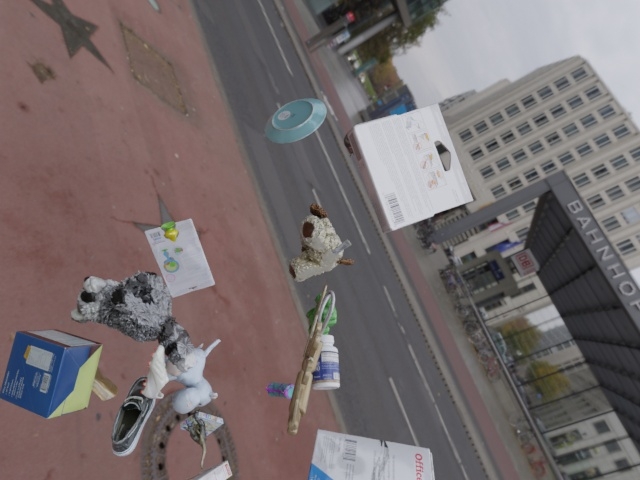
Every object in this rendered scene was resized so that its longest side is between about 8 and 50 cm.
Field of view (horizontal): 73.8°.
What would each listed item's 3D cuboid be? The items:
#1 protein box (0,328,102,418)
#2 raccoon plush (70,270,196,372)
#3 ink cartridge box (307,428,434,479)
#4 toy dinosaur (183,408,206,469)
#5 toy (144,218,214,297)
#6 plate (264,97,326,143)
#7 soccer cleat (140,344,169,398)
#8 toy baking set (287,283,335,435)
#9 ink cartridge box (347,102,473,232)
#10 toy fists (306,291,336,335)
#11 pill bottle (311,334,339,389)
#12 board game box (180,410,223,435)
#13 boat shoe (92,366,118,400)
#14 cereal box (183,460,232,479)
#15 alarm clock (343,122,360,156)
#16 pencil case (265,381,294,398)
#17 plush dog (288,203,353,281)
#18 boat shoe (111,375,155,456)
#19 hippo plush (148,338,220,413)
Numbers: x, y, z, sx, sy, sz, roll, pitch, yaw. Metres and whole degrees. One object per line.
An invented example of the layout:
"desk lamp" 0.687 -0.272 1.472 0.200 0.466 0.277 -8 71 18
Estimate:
"protein box" -0.795 0.385 1.261 0.136 0.201 0.200 25 75 -69
"raccoon plush" -0.674 0.311 1.489 0.447 0.299 0.216 67 23 0
"ink cartridge box" 0.156 0.804 1.365 0.285 0.394 0.166 -69 165 -64
"toy dinosaur" -0.435 0.681 1.510 0.118 0.064 0.268 71 -16 -9
"toy" -0.425 0.048 1.302 0.056 0.136 0.237 -122 -162 -57
"plate" -0.075 -0.345 1.196 0.024 0.188 0.188 60 12 -49
"soccer cleat" -0.532 0.433 1.403 0.076 0.196 0.068 17 15 -9
"toy baking set" -0.011 0.196 0.731 0.030 0.197 0.256 17 28 -1
"ink cartridge box" 0.245 -0.200 1.169 0.066 0.261 0.296 152 -81 -76
"toy fists" 0.002 0.372 2.046 0.096 0.279 0.142 -7 56 -27
"pill bottle" 0.010 0.291 1.019 0.067 0.067 0.120 40 41 -54
"board game box" -0.515 0.797 1.854 0.154 0.103 0.026 41 14 -41
"boat shoe" -0.734 0.457 1.378 0.170 0.059 0.063 57 -1 -19
"cereal box" -0.358 0.650 1.088 0.047 0.173 0.240 65 11 16
"alarm clock" 0.159 -0.433 1.773 0.064 0.129 0.192 53 24 -41
"pencil case" -0.173 0.665 1.891 0.070 0.151 0.065 12 71 -39
"plush dog" 0.000 0.000 1.524 0.210 0.262 0.225 6 36 -18
"boat shoe" -0.750 0.686 1.727 0.335 0.121 0.119 -95 -166 -50
"hippo plush" -0.564 0.590 1.784 0.294 0.234 0.237 -12 81 -62
